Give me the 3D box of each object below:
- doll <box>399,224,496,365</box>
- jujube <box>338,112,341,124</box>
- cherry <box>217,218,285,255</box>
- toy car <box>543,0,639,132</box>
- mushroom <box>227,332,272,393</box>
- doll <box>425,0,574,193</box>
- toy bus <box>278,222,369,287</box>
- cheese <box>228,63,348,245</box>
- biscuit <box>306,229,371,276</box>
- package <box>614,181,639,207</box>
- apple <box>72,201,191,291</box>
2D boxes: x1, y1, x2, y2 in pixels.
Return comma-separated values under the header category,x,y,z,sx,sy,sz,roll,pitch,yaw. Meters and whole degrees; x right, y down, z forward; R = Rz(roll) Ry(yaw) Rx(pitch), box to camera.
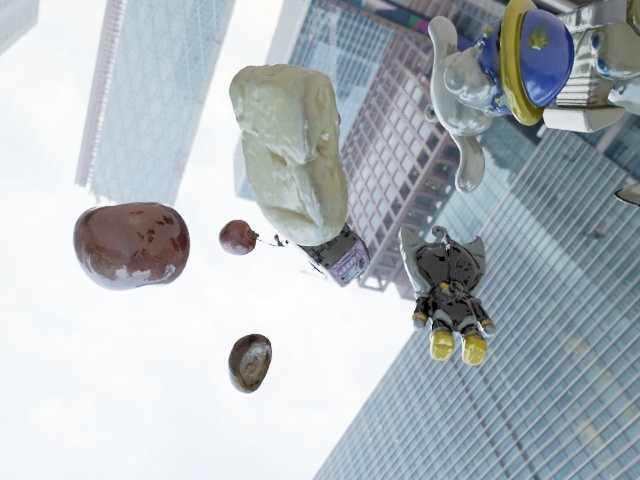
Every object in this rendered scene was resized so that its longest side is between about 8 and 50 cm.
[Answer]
category,x,y,z,sx,sy,sz,roll,pitch,yaw
doll,0.217,0.072,0.870,0.146,0.103,0.316,-13,-148,14
jujube,-0.028,-0.364,1.543,0.176,0.112,0.109,15,167,-10
cherry,-0.198,-0.013,1.435,0.226,0.106,0.090,-9,-169,34
toy car,0.577,-0.302,0.873,0.337,0.226,0.242,-1,-165,-2
mushroom,-0.141,0.240,1.023,0.052,0.123,0.123,9,-161,31
doll,0.266,-0.230,0.822,0.243,0.310,0.160,3,-174,31
toy bus,0.000,0.000,1.021,0.199,0.096,0.108,39,169,41
cheese,-0.036,-0.118,0.745,0.159,0.262,0.093,23,-139,40
biscuit,0.043,0.034,1.428,0.195,0.194,0.053,28,-131,4
package,0.493,-0.053,0.615,0.166,0.040,0.232,-24,-156,-7
apple,-0.505,0.018,1.397,0.306,0.234,0.306,-5,180,0
